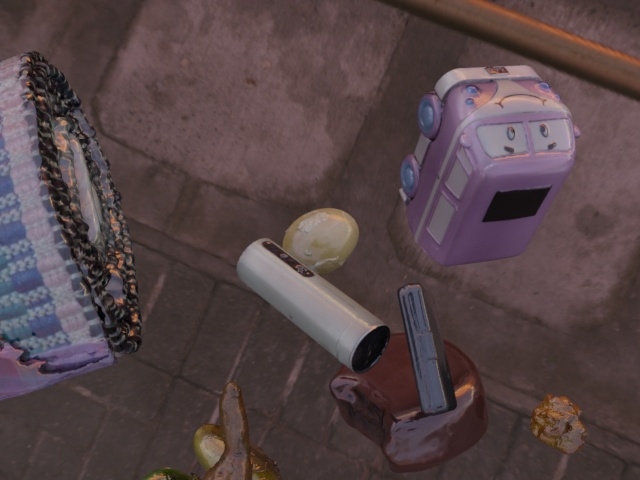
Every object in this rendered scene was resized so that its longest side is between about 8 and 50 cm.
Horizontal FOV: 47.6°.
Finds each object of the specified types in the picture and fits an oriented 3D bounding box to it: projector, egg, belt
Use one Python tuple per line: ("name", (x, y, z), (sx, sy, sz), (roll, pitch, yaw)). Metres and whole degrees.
("projector", (-0.020, 0.117, 1.385), (0.337, 0.108, 0.108), (35, 87, 35))
("egg", (0.002, 0.002, 1.830), (0.201, 0.164, 0.164), (-28, 82, 5))
("belt", (-0.267, -0.006, 0.628), (0.160, 0.207, 0.295), (-18, 77, -2))

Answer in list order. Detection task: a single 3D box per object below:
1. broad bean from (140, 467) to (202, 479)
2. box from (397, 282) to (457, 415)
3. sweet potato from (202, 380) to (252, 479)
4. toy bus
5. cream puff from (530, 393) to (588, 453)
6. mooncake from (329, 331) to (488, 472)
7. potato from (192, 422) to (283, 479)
("broad bean", (-0.295, 0.496, 1.222), (0.049, 0.292, 0.144), (-25, 113, 41))
("box", (0.194, 0.197, 1.312), (0.050, 0.160, 0.230), (-14, 76, 14))
("sweet potato", (-0.122, 0.321, 0.959), (0.074, 0.075, 0.270), (11, 95, 6))
("toy bus", (0.183, -0.081, 0.806), (0.141, 0.203, 0.142), (-6, 50, -17))
("cream puff", (0.491, 0.377, 1.482), (0.116, 0.094, 0.122), (-11, 93, -29))
("mooncake", (0.186, 0.341, 1.520), (0.325, 0.334, 0.174), (4, 121, 28))
("potato", (-0.186, 0.500, 1.633), (0.251, 0.149, 0.113), (42, 99, 17))
